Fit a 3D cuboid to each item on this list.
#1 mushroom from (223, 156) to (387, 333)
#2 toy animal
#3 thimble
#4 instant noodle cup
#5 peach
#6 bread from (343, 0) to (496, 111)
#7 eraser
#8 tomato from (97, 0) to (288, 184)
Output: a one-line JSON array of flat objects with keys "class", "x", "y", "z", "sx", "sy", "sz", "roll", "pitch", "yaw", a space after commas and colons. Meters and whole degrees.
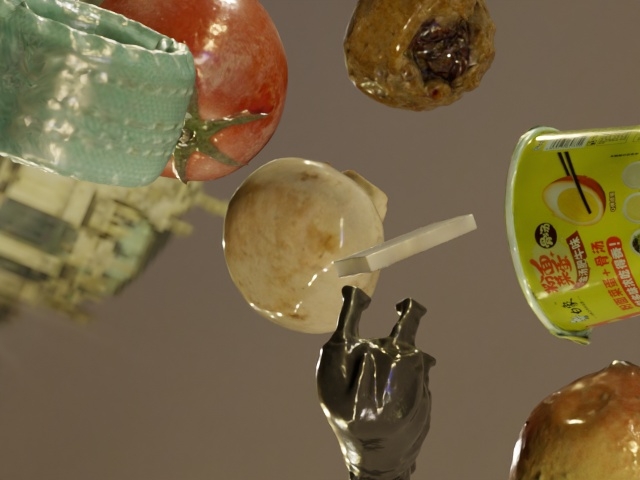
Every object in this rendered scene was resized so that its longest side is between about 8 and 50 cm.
[{"class": "mushroom", "x": 0.000, "y": 0.000, "z": 2.319, "sx": 0.290, "sy": 0.297, "sz": 0.297, "roll": -22, "pitch": 158, "yaw": -46}, {"class": "toy animal", "x": 0.064, "y": 0.193, "z": 1.474, "sx": 0.343, "sy": 0.106, "sz": 0.168, "roll": 84, "pitch": 21, "yaw": -48}, {"class": "thimble", "x": -0.231, "y": -0.147, "z": 1.343, "sx": 0.143, "sy": 0.235, "sz": 0.198, "roll": -67, "pitch": -153, "yaw": 14}, {"class": "instant noodle cup", "x": 0.417, "y": -0.024, "z": 1.893, "sx": 0.222, "sy": 0.311, "sz": 0.311, "roll": -10, "pitch": -126, "yaw": 37}, {"class": "peach", "x": 0.286, "y": 0.230, "z": 1.366, "sx": 0.232, "sy": 0.233, "sz": 0.232, "roll": -54, "pitch": -159, "yaw": 33}, {"class": "bread", "x": 0.149, "y": -0.288, "z": 2.034, "sx": 0.230, "sy": 0.230, "sz": 0.123, "roll": -60, "pitch": -153, "yaw": 19}, {"class": "eraser", "x": 0.101, "y": 0.007, "z": 1.672, "sx": 0.104, "sy": 0.150, "sz": 0.023, "roll": -14, "pitch": -83, "yaw": 69}, {"class": "tomato", "x": -0.173, "y": -0.210, "z": 1.729, "sx": 0.265, "sy": 0.265, "sz": 0.265, "roll": -54, "pitch": -159, "yaw": 33}]
